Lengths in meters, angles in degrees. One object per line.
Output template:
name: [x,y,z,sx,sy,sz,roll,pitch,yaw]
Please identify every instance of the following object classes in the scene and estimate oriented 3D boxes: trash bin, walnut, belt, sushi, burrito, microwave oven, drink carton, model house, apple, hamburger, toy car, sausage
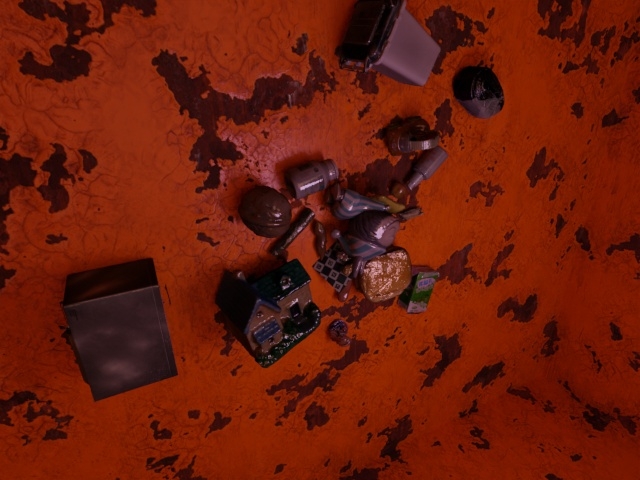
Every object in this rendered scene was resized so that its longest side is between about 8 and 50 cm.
trash bin: [0.283,-0.764,1.634,0.367,0.255,0.296,12,105,-41]
walnut: [-0.221,-0.114,1.655,0.224,0.224,0.224,-12,118,-24]
belt: [0.787,-0.715,1.974,0.289,0.164,0.184,29,91,-38]
sushi: [0.120,0.093,1.982,0.192,0.043,0.279,43,87,3]
burrito: [0.480,-0.140,2.145,0.149,0.041,0.055,-18,107,-17]
microwave oven: [-0.760,0.335,1.552,0.374,0.236,0.433,-12,117,-24]
drink carton: [0.565,0.283,2.348,0.161,0.108,0.271,2,111,-30]
model house: [-0.220,0.269,1.776,0.382,0.334,0.343,-29,126,-27]
apple: [0.386,-0.249,2.018,0.071,0.084,0.084,-47,126,8]
hamburger: [0.328,0.164,2.118,0.304,0.174,0.285,-14,116,-23]
toy car: [0.434,-0.467,1.858,0.235,0.235,0.145,-24,122,-18]
sausage: [0.134,0.178,2.077,0.078,0.078,0.305,-5,115,-27]

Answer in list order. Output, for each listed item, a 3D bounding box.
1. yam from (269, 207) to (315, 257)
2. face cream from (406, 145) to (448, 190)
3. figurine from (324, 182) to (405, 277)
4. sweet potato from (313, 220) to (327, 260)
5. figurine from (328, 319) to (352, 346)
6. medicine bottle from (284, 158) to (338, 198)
yam: [-0.127,-0.034,1.845,0.274,0.061,0.061,-48,126,-1]
face cream: [0.520,-0.357,2.029,0.252,0.101,0.101,-48,126,-1]
figurine: [0.177,-0.024,1.838,0.361,0.266,0.378,15,76,-21]
sweet potato: [0.003,-0.002,1.936,0.065,0.051,0.219,-22,122,-23]
figurine: [0.107,0.518,2.187,0.114,0.157,0.126,-39,133,18]
medicine bottle: [-0.035,-0.272,1.736,0.215,0.135,0.135,-25,122,-17]
